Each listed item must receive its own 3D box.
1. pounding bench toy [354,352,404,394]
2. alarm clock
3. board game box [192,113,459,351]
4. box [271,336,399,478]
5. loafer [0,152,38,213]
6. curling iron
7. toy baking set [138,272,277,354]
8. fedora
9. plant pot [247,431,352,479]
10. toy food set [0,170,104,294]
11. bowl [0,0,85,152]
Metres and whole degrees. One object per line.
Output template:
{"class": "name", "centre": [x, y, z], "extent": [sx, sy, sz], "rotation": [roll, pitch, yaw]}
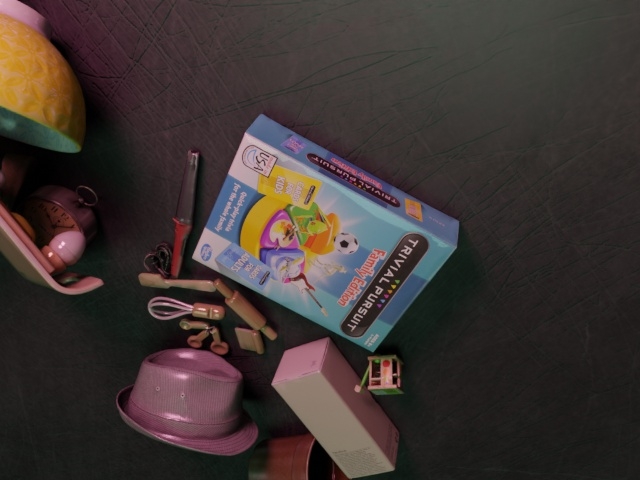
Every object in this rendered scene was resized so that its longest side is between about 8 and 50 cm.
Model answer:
{"class": "pounding bench toy", "centre": [0.101, 0.236, 1.044], "extent": [0.083, 0.065, 0.052], "rotation": [-9, 152, 21]}
{"class": "alarm clock", "centre": [-0.441, -0.041, 1.016], "extent": [0.192, 0.064, 0.129], "rotation": [-30, 111, 33]}
{"class": "board game box", "centre": [0.000, 0.000, 0.910], "extent": [0.336, 0.079, 0.253], "rotation": [28, 126, -3]}
{"class": "box", "centre": [0.035, 0.318, 1.103], "extent": [0.113, 0.094, 0.275], "rotation": [-21, 114, 26]}
{"class": "loafer", "centre": [-0.532, -0.094, 1.016], "extent": [0.050, 0.056, 0.148], "rotation": [32, 115, -6]}
{"class": "curling iron", "centre": [-0.242, -0.032, 0.983], "extent": [0.068, 0.035, 0.274], "rotation": [25, 126, -2]}
{"class": "toy baking set", "centre": [-0.206, 0.138, 1.067], "extent": [0.197, 0.030, 0.256], "rotation": [-20, 125, 27]}
{"class": "fedora", "centre": [-0.239, 0.283, 1.110], "extent": [0.276, 0.244, 0.124], "rotation": [15, 97, 16]}
{"class": "plant pot", "centre": [-0.046, 0.468, 1.194], "extent": [0.165, 0.167, 0.167], "rotation": [-14, 118, 32]}
{"class": "toy food set", "centre": [-0.468, -0.049, 0.902], "extent": [0.220, 0.092, 0.306], "rotation": [3, 129, 53]}
{"class": "bowl", "centre": [-0.451, -0.245, 0.807], "extent": [0.290, 0.289, 0.156], "rotation": [16, 82, 5]}
